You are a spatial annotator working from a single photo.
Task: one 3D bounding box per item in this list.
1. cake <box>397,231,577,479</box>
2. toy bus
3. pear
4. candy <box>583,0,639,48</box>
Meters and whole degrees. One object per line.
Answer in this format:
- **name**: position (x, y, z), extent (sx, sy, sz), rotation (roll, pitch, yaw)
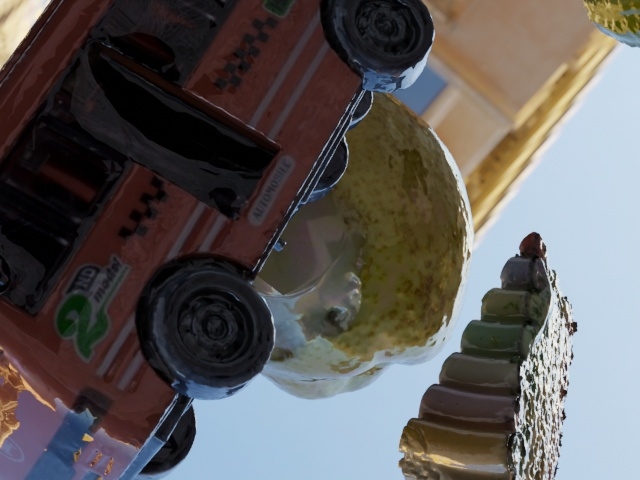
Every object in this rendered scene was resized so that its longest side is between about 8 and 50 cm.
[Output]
- **cake**: position (0.123, 0.107, 1.207), extent (0.225, 0.090, 0.109), rotation (-72, -34, -41)
- **toy bus**: position (-0.103, -0.053, 1.064), extent (0.233, 0.203, 0.427), rotation (32, -121, -4)
- **pear**: position (0.000, 0.000, 1.422), extent (0.271, 0.271, 0.271), rotation (21, -136, -22)
- **candy**: position (0.283, -0.189, 1.331), extent (0.106, 0.199, 0.094), rotation (31, -108, -32)
